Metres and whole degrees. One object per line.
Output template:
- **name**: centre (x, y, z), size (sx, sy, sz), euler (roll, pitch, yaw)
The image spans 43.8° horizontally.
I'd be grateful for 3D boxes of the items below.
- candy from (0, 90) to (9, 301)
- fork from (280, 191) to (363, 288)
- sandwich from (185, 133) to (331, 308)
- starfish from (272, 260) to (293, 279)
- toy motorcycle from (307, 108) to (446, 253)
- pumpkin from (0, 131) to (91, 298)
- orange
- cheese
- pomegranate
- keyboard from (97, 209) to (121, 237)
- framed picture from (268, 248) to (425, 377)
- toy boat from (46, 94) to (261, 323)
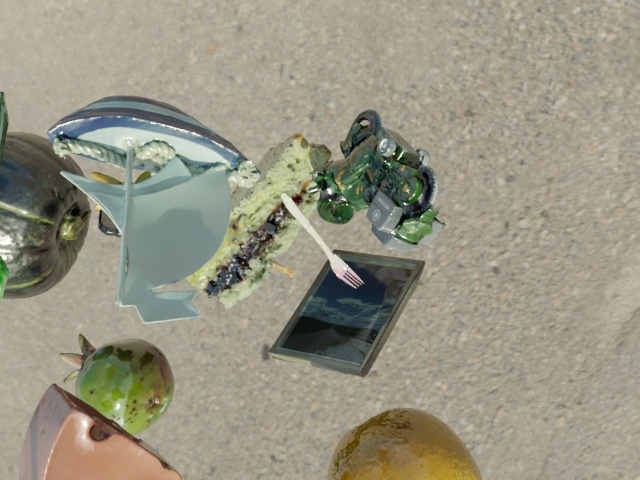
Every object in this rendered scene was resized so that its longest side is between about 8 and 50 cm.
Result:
- **candy**: centre (-0.471, -0.050, 1.123), size (0.097, 0.097, 0.323), euler (24, 104, 39)
- **fork**: centre (0.000, 0.001, 0.747), size (0.016, 0.012, 0.115), euler (-37, 96, 16)
- **sandwich**: centre (-0.120, -0.030, 1.456), size (0.131, 0.325, 0.262), euler (42, 165, -13)
- **starfish**: centre (-0.161, 0.052, 1.787), size (0.138, 0.247, 0.050), euler (11, 96, 54)
- **toy motorcycle**: centre (0.081, -0.076, 1.214), size (0.187, 0.125, 0.274), euler (-60, 37, 20)
- **pumpkin**: centre (-0.575, -0.046, 1.503), size (0.241, 0.323, 0.323), euler (17, 109, 5)
- **orange**: centre (0.115, 0.350, 1.087), size (0.236, 0.236, 0.236), euler (5, 98, 42)
- **cheese**: centre (-0.321, 0.287, 1.090), size (0.128, 0.203, 0.177), euler (19, 128, 57)
- **pomegranate**: centre (-0.378, 0.252, 1.457), size (0.224, 0.181, 0.181), euler (27, 112, 31)
- **keyboard**: centre (-0.341, -0.054, 1.416), size (0.262, 0.106, 0.016), euler (-121, 46, -65)
- **framed picture**: centre (0.049, 0.117, 1.355), size (0.189, 0.260, 0.023), euler (7, 137, 33)
- **toy boat**: centre (-0.155, -0.038, 0.765), size (0.291, 0.220, 0.067), euler (-104, 31, -48)
